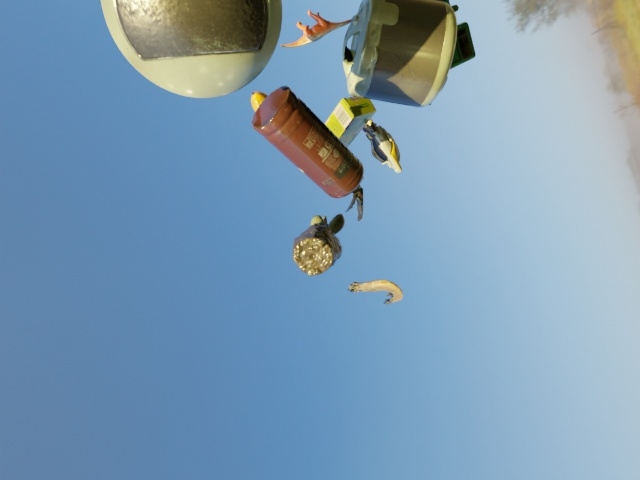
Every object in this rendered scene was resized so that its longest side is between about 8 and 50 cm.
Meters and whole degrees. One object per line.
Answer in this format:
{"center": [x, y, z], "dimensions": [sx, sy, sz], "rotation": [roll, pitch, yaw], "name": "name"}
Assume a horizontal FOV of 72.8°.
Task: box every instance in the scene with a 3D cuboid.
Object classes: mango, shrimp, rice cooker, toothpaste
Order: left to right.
{"center": [-0.181, -0.453, 1.523], "dimensions": [0.190, 0.075, 0.098], "rotation": [39, -147, -51], "name": "mango"}
{"center": [0.058, -0.361, 1.487], "dimensions": [0.110, 0.327, 0.077], "rotation": [-28, -100, -35], "name": "toothpaste"}
{"center": [0.219, 0.199, 1.699], "dimensions": [0.152, 0.219, 0.046], "rotation": [51, -135, -44], "name": "shrimp"}
{"center": [0.198, -0.512, 1.170], "dimensions": [0.277, 0.288, 0.288], "rotation": [8, -118, -3], "name": "rice cooker"}

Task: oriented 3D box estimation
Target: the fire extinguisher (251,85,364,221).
{"center": [0.000, -0.184, 0.986], "dimensions": [0.337, 0.114, 0.135], "rotation": [37, -121, -35], "name": "fire extinguisher"}

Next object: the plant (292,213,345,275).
{"center": [-0.002, 0.001, 1.445], "dimensions": [0.149, 0.146, 0.274], "rotation": [61, -155, -17], "name": "plant"}

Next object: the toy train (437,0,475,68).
{"center": [0.346, -0.685, 1.411], "dimensions": [0.178, 0.249, 0.429], "rotation": [-103, -10, -67], "name": "toy train"}

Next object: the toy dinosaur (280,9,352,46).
{"center": [0.003, -0.659, 1.328], "dimensions": [0.101, 0.279, 0.055], "rotation": [57, -175, 11], "name": "toy dinosaur"}

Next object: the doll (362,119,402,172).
{"center": [0.238, -0.407, 1.775], "dimensions": [0.103, 0.145, 0.316], "rotation": [-46, -72, -18], "name": "doll"}

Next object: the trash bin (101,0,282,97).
{"center": [-0.228, -0.450, 0.817], "dimensions": [0.280, 0.280, 0.432], "rotation": [38, -162, -30], "name": "trash bin"}
